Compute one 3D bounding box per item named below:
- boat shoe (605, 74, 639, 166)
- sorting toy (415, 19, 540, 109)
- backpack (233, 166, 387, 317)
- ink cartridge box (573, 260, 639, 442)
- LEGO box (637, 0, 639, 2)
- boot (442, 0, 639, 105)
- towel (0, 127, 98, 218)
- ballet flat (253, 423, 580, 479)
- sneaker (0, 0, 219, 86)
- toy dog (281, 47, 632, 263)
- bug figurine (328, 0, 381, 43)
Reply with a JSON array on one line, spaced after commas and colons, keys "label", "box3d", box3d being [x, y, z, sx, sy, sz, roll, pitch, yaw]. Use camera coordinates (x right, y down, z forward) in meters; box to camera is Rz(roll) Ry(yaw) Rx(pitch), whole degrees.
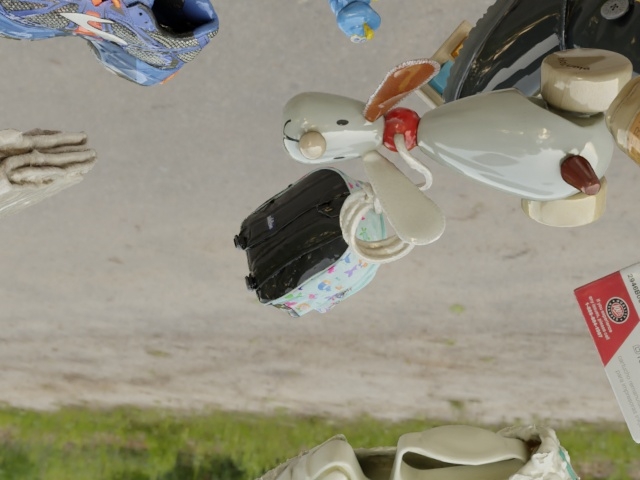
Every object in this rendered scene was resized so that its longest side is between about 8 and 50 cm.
[{"label": "boat shoe", "box3d": [0.323, -0.110, 0.674, 0.103, 0.302, 0.113, 38, 133, 35]}, {"label": "sorting toy", "box3d": [0.273, -0.264, 1.642, 0.193, 0.208, 0.038, 43, 149, -6]}, {"label": "backpack", "box3d": [0.000, 0.000, 1.719, 0.191, 0.225, 0.253, 21, 132, -43]}, {"label": "ink cartridge box", "box3d": [0.467, 0.097, 1.106, 0.273, 0.197, 0.114, -27, 161, 25]}, {"label": "LEGO box", "box3d": [0.239, -0.441, 0.581, 0.372, 0.500, 0.193, 39, -172, 23]}, {"label": "boot", "box3d": [0.428, -0.235, 1.363, 0.445, 0.367, 0.146, 33, -174, 37]}, {"label": "towel", "box3d": [-0.294, -0.004, 0.628, 0.282, 0.049, 0.187, -25, -175, 5]}, {"label": "ballet flat", "box3d": [0.076, 0.262, 1.046, 0.409, 0.147, 0.147, -9, 152, 10]}, {"label": "sneaker", "box3d": [-0.159, -0.178, 0.666, 0.087, 0.083, 0.221, -18, 163, 34]}, {"label": "toy dog", "box3d": [0.132, -0.077, 0.881, 0.334, 0.161, 0.220, -17, 112, 15]}, {"label": "bug figurine", "box3d": [-0.072, -0.257, 0.910, 0.279, 0.216, 0.072, 0, 135, -17]}]
